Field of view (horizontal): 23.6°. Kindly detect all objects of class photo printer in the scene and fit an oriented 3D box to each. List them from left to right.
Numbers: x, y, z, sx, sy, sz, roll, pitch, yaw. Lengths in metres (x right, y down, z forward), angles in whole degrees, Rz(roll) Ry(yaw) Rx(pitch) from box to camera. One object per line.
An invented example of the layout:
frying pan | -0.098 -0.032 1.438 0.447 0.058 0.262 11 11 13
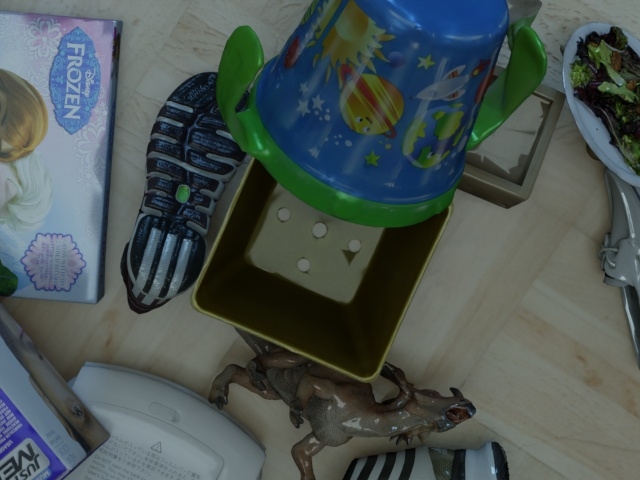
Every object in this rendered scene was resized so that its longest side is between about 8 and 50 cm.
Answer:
photo printer | -0.222 0.304 1.736 0.256 0.107 0.307 26 96 -4

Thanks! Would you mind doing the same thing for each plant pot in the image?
plant pot | 0.000 0.000 1.657 0.212 0.187 0.212 23 98 -4

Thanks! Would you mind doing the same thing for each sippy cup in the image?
sippy cup | 0.067 -0.170 1.483 0.240 0.305 0.224 35 134 10

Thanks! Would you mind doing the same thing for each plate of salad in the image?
plate of salad | 0.339 -0.149 1.653 0.200 0.200 0.048 53 137 -7

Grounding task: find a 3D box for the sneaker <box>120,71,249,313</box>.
sneaker | -0.165 -0.045 1.695 0.106 0.162 0.281 24 62 -10

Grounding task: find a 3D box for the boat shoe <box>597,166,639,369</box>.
boat shoe | 0.355 0.026 1.712 0.084 0.095 0.258 -20 97 -2

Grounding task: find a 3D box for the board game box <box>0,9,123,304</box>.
board game box | -0.390 -0.100 1.698 0.318 0.066 0.319 4 98 -1

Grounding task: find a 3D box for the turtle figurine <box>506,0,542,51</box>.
turtle figurine | 0.109 -0.297 1.575 0.266 0.275 0.198 29 104 0

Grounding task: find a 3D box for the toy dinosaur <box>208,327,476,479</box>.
toy dinosaur | 0.008 0.157 1.709 0.295 0.200 0.127 43 139 19

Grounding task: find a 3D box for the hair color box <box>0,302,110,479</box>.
hair color box | -0.378 0.120 1.584 0.110 0.185 0.339 -38 90 6

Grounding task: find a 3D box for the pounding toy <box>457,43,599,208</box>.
pounding toy | 0.226 -0.129 1.691 0.206 0.094 0.181 22 81 -6

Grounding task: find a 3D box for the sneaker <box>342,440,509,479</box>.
sneaker | 0.094 0.455 1.756 0.257 0.169 0.448 -2 90 8
